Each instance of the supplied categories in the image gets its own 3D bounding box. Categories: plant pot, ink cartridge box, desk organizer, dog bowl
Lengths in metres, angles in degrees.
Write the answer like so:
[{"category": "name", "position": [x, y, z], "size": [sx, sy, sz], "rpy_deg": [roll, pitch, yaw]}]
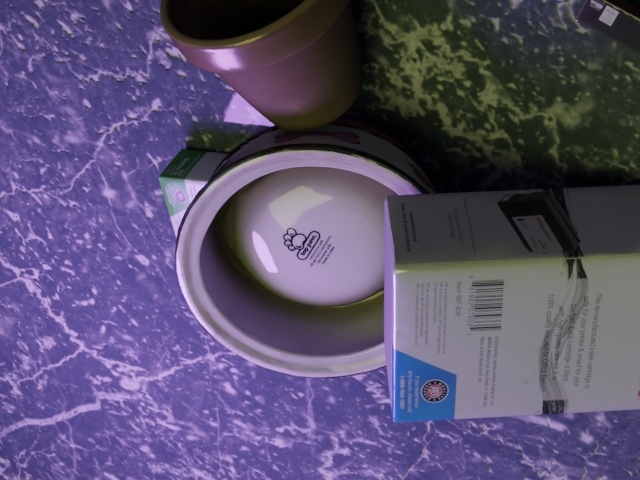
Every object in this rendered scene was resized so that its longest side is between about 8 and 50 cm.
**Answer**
[{"category": "plant pot", "position": [-0.051, -0.272, 1.899], "size": [0.263, 0.263, 0.229], "rpy_deg": [2, 142, 29]}, {"category": "ink cartridge box", "position": [-0.130, -0.052, 2.213], "size": [0.208, 0.087, 0.153], "rpy_deg": [6, 128, 26]}, {"category": "ink cartridge box", "position": [0.287, 0.086, 1.914], "size": [0.394, 0.166, 0.286], "rpy_deg": [-2, 129, -1]}, {"category": "desk organizer", "position": [0.389, -0.270, 1.751], "size": [0.130, 0.050, 0.047], "rpy_deg": [30, 135, 7]}, {"category": "dog bowl", "position": [0.000, 0.000, 2.058], "size": [0.407, 0.150, 0.408], "rpy_deg": [2, 126, 3]}]
